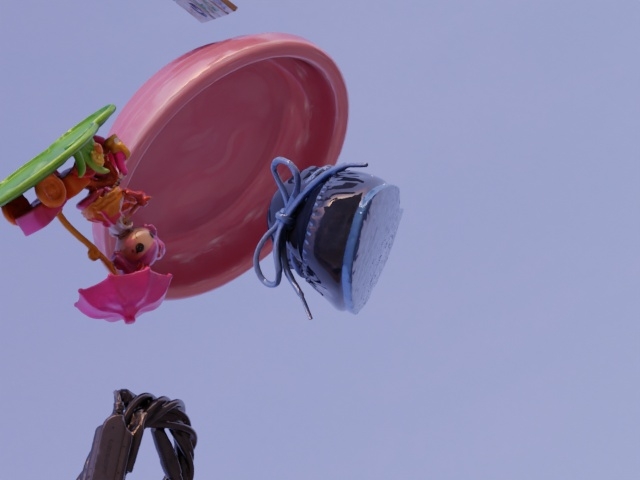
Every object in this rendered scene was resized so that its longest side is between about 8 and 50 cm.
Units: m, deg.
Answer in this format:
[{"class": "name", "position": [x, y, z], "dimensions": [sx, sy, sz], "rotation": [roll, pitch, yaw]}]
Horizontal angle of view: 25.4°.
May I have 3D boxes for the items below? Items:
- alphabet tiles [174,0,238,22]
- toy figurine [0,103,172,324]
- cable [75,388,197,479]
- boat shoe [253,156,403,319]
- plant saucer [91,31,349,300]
[{"class": "alphabet tiles", "position": [-0.200, -0.309, 1.496], "dimensions": [0.237, 0.198, 0.009], "rotation": [36, -94, -14]}, {"class": "toy figurine", "position": [-0.185, -0.009, 1.200], "dimensions": [0.159, 0.130, 0.173], "rotation": [55, -142, -15]}, {"class": "cable", "position": [-0.157, 0.221, 1.199], "dimensions": [0.150, 0.047, 0.184], "rotation": [36, -121, -63]}, {"class": "boat shoe", "position": [0.000, 0.000, 0.963], "dimensions": [0.258, 0.089, 0.109], "rotation": [64, -133, -83]}, {"class": "plant saucer", "position": [-0.117, -0.088, 1.529], "dimensions": [0.332, 0.084, 0.332], "rotation": [-33, -34, -26]}]
